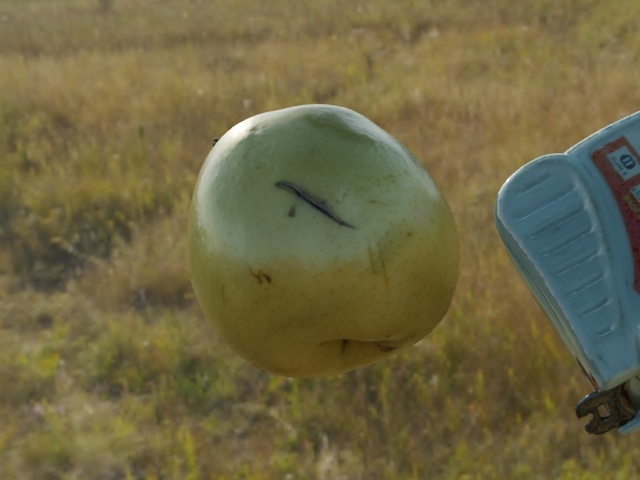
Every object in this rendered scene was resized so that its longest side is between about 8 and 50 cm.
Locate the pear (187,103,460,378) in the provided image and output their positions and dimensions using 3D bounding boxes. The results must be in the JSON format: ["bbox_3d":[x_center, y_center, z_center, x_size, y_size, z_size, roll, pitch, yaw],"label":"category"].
[{"bbox_3d":[0.000,0.000,1.432,0.309,0.309,0.309,-7,14,2],"label":"pear"}]

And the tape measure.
[{"bbox_3d":[0.283,0.018,1.123,0.246,0.125,0.243,-27,50,2],"label":"tape measure"}]
